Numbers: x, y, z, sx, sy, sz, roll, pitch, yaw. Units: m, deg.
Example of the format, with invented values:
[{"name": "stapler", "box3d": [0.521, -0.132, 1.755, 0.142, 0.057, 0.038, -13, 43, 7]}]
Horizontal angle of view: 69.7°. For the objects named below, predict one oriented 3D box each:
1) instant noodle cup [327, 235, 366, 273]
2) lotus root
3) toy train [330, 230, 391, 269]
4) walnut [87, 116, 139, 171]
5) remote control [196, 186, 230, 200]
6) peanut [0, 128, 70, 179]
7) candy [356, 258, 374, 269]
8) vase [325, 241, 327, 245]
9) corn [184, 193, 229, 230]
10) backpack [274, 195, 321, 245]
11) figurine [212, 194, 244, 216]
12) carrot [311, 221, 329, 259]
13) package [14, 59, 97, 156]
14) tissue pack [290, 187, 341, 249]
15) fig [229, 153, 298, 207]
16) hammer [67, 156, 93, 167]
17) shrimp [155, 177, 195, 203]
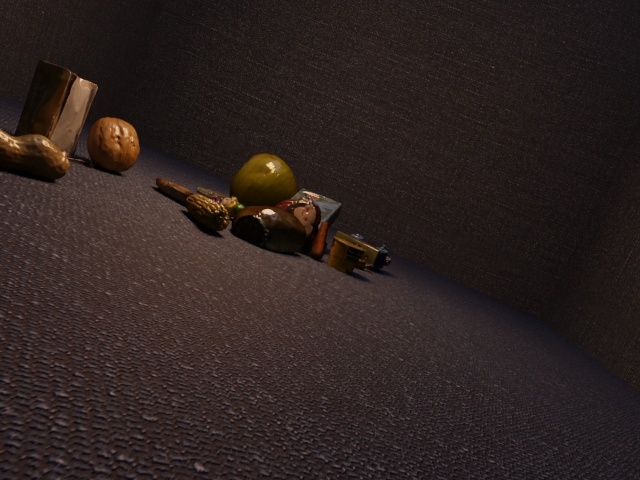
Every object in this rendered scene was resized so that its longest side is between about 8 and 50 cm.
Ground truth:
[{"name": "instant noodle cup", "box3d": [0.103, 0.063, 1.922, 0.151, 0.122, 0.151, 21, 7, -3]}, {"name": "lotus root", "box3d": [-0.219, -0.067, 1.770, 0.266, 0.150, 0.260, 23, 5, 25]}, {"name": "toy train", "box3d": [0.212, 0.056, 2.375, 0.299, 0.131, 0.202, 26, 15, 31]}, {"name": "walnut", "box3d": [-0.846, -0.392, 1.880, 0.195, 0.222, 0.195, -2, -2, 0]}, {"name": "remote control", "box3d": [-0.529, -0.230, 2.486, 0.123, 0.038, 0.285, 27, 9, 37]}, {"name": "peanut", "box3d": [-0.814, -0.238, 1.244, 0.101, 0.117, 0.263, 4, -4, 38]}, {"name": "candy", "box3d": [0.177, 0.106, 2.157, 0.182, 0.047, 0.053, 18, 7, -27]}, {"name": "vase", "box3d": [-0.044, -0.066, 2.436, 0.251, 0.156, 0.301, 51, 3, 4]}, {"name": "corn", "box3d": [-0.409, -0.104, 1.628, 0.101, 0.101, 0.291, 18, 5, -40]}, {"name": "backpack", "box3d": [-0.109, -0.082, 1.955, 0.229, 0.229, 0.139, 24, -14, 10]}, {"name": "figurine", "box3d": [-0.390, -0.139, 2.005, 0.156, 0.095, 0.115, 7, -21, 19]}, {"name": "carrot", "box3d": [0.000, 0.000, 1.911, 0.055, 0.162, 0.055, 12, -12, 3]}, {"name": "package", "box3d": [-1.008, -0.494, 1.715, 0.221, 0.311, 0.165, 23, 4, -13]}, {"name": "tissue pack", "box3d": [-0.067, -0.106, 2.153, 0.227, 0.103, 0.316, 23, 42, 16]}, {"name": "fig", "box3d": [-0.285, -0.249, 2.262, 0.343, 0.344, 0.343, 23, 7, -3]}, {"name": "hammer", "box3d": [-0.945, -0.308, 1.726, 0.065, 0.021, 0.178, 28, 9, 30]}, {"name": "shrimp", "box3d": [-0.572, -0.193, 1.924, 0.316, 0.062, 0.164, 25, 4, 38]}]
